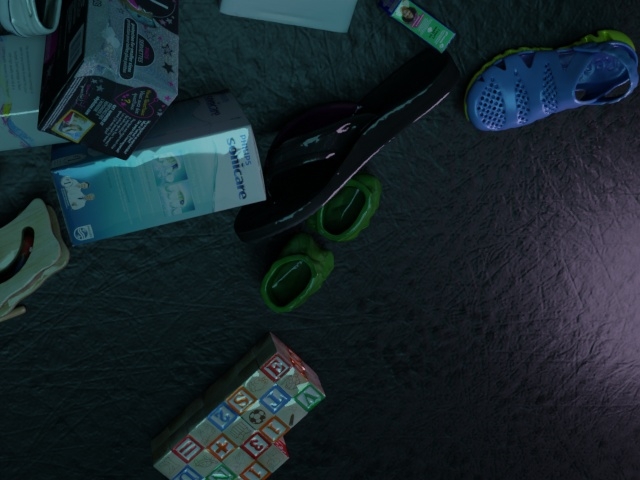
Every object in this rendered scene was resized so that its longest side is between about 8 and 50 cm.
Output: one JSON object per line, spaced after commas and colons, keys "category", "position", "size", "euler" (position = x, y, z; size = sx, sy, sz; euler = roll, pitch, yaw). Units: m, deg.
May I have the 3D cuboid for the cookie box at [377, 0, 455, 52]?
{"category": "cookie box", "position": [0.152, -0.350, 1.718], "size": [0.107, 0.092, 0.040], "euler": [30, 104, -21]}

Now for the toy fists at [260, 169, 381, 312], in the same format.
{"category": "toy fists", "position": [0.000, 0.000, 1.795], "size": [0.096, 0.142, 0.279], "euler": [38, 100, 10]}

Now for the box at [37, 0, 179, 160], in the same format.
{"category": "box", "position": [-0.288, -0.267, 1.505], "size": [0.142, 0.247, 0.163], "euler": [18, 139, -30]}

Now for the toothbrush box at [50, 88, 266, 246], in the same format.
{"category": "toothbrush box", "position": [-0.250, -0.118, 1.651], "size": [0.295, 0.216, 0.126], "euler": [-15, 114, -8]}

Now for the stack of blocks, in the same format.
{"category": "stack of blocks", "position": [-0.133, 0.327, 1.915], "size": [0.297, 0.087, 0.171], "euler": [-43, 113, 6]}

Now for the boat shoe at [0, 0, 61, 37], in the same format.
{"category": "boat shoe", "position": [-0.376, -0.405, 1.471], "size": [0.095, 0.084, 0.258], "euler": [-10, 105, -54]}

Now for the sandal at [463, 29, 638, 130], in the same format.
{"category": "sandal", "position": [0.389, -0.260, 1.782], "size": [0.317, 0.138, 0.126], "euler": [-21, 116, -2]}

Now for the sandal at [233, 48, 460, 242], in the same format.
{"category": "sandal", "position": [0.019, -0.172, 1.724], "size": [0.445, 0.167, 0.107], "euler": [-41, 117, -5]}

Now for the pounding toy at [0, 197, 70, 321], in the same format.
{"category": "pounding toy", "position": [-0.525, 0.043, 1.731], "size": [0.269, 0.155, 0.154], "euler": [-40, 85, -6]}

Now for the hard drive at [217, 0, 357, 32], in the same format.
{"category": "hard drive", "position": [-0.016, -0.470, 1.604], "size": [0.210, 0.040, 0.319], "euler": [5, 128, -18]}

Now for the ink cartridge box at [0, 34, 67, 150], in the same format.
{"category": "ink cartridge box", "position": [-0.456, -0.217, 1.590], "size": [0.212, 0.154, 0.093], "euler": [-10, 149, -8]}
